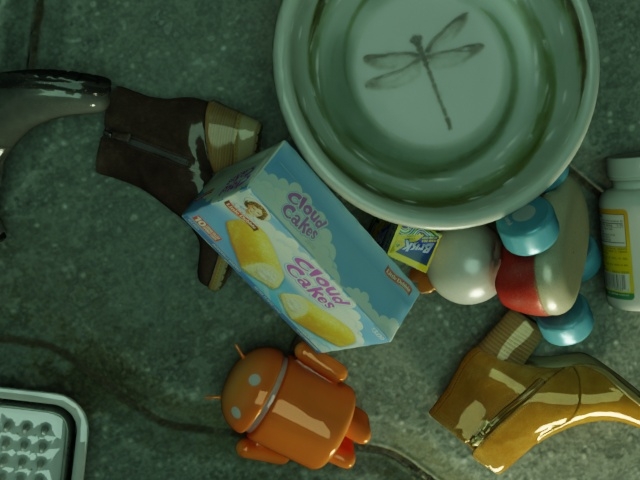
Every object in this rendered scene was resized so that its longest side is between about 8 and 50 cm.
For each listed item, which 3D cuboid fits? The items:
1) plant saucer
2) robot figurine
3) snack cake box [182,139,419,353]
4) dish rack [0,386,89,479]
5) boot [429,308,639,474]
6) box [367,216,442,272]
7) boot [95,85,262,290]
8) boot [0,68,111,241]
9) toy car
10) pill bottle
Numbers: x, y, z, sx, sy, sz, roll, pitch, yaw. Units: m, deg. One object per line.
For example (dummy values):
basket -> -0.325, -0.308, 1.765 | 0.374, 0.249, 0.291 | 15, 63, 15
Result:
plant saucer -> 0.136, -0.211, 1.196 | 0.400, 0.100, 0.400 | 0, 89, -9
robot figurine -> -0.041, 0.227, 1.319 | 0.219, 0.158, 0.128 | 29, 51, -9
snack cake box -> -0.023, 0.016, 1.206 | 0.264, 0.152, 0.089 | 47, 56, -19
dish rack -> -0.485, 0.320, 1.309 | 0.333, 0.072, 0.285 | 8, 95, -7
boot -> 0.319, 0.250, 1.385 | 0.295, 0.104, 0.211 | 33, 98, -4
box -> 0.105, -0.002, 1.285 | 0.059, 0.169, 0.054 | 23, 93, -9
boot -> -0.196, -0.070, 1.302 | 0.207, 0.090, 0.248 | 11, 97, 4
boot -> -0.422, -0.102, 1.255 | 0.338, 0.118, 0.222 | -4, 101, 5
toy car -> 0.230, 0.010, 1.315 | 0.238, 0.210, 0.219 | -5, 135, 29
pill bottle -> 0.446, -0.016, 1.349 | 0.118, 0.117, 0.208 | -9, 98, -5
